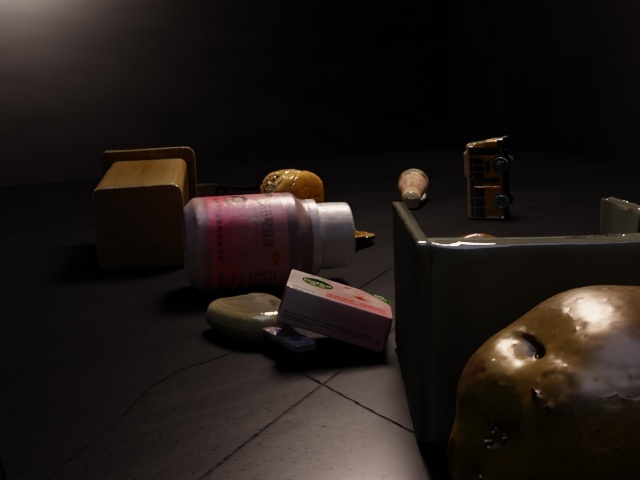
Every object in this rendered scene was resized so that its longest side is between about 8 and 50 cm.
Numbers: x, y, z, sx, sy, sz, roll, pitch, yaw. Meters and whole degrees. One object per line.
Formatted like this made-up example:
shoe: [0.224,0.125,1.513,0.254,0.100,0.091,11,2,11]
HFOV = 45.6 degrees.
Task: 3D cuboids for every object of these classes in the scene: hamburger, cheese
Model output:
hamburger: [-0.057,-0.073,1.532,0.083,0.138,0.147,14,16,39]
cheese: [-0.061,0.099,0.883,0.097,0.037,0.192,-8,13,-29]

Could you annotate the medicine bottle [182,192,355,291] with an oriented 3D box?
medicine bottle: [-0.078,-0.001,1.139,0.247,0.147,0.147,-5,11,-12]

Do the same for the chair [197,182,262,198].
chair: [-0.228,-0.070,1.627,0.229,0.106,0.113,3,11,28]

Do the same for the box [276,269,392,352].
box: [0.017,0.079,0.866,0.125,0.043,0.089,17,10,-2]

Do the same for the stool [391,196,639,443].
stool: [0.197,0.057,0.712,0.244,0.170,0.269,-1,10,1]

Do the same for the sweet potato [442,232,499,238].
sweet potato: [0.249,0.009,1.323,0.179,0.044,0.044,-1,10,-7]

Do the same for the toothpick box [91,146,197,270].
toothpick box: [-0.322,-0.058,1.413,0.188,0.190,0.308,-3,16,-8]

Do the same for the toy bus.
toy bus: [0.379,-0.142,1.718,0.103,0.182,0.091,1,11,24]

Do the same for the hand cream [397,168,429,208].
hand cream: [0.237,-0.128,1.963,0.084,0.084,0.203,0,16,8]

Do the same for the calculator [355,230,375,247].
calculator: [0.000,0.000,1.429,0.157,0.033,0.236,6,10,38]

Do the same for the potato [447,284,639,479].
potato: [0.263,0.114,0.453,0.369,0.176,0.195,3,-16,4]
